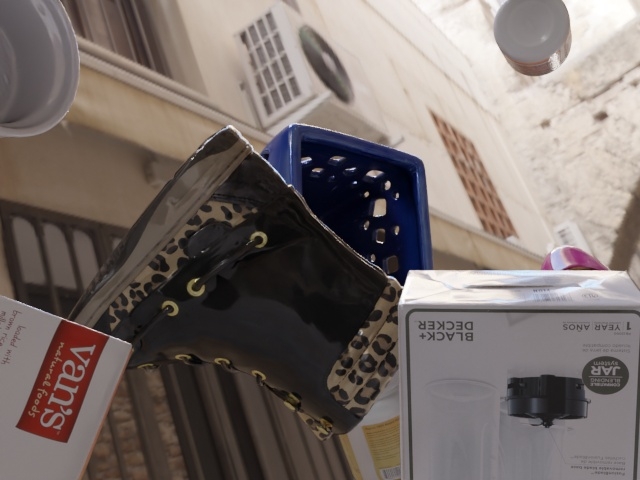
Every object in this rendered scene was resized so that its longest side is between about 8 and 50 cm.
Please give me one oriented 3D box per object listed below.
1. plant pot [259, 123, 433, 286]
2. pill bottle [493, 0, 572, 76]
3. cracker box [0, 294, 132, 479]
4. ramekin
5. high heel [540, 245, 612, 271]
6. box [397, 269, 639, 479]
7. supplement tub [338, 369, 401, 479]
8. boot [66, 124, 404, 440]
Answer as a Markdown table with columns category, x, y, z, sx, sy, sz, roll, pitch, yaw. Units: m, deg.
| category | x | y | z | sx | sy | sz | roll | pitch | yaw |
| --- | --- | --- | --- | --- | --- | --- | --- | --- | --- |
| plant pot | 0.000 | 0.000 | 1.070 | 0.236 | 0.235 | 0.212 | 9 | -19 | -35 |
| pill bottle | 0.261 | -0.247 | 0.942 | 0.086 | 0.086 | 0.152 | -28 | -7 | 18 |
| cracker box | -0.237 | 0.088 | 0.407 | 0.232 | 0.155 | 0.067 | 22 | -15 | -12 |
| ramekin | -0.494 | -0.272 | 1.102 | 0.135 | 0.277 | 0.277 | -8 | -14 | 31 |
| high heel | 0.334 | 0.069 | 0.926 | 0.127 | 0.377 | 0.181 | -12 | -58 | 6 |
| box | 0.145 | 0.171 | 0.575 | 0.169 | 0.289 | 0.087 | -2 | 13 | 11 |
| supplement tub | 0.094 | 0.266 | 1.149 | 0.144 | 0.199 | 0.144 | -16 | 20 | 6 |
| boot | -0.097 | 0.108 | 0.782 | 0.377 | 0.284 | 0.138 | -52 | 8 | 14 |
